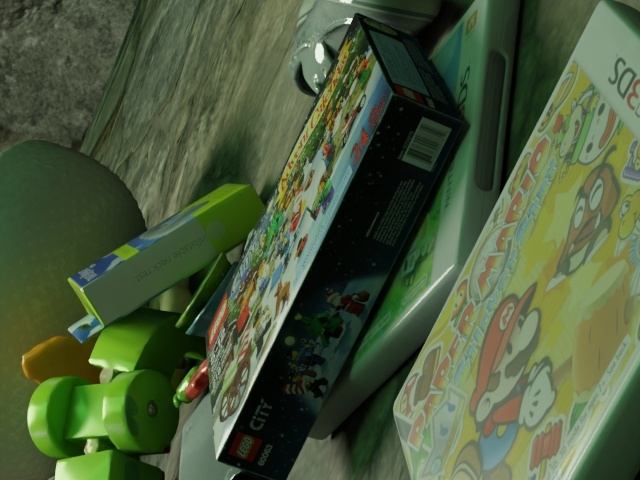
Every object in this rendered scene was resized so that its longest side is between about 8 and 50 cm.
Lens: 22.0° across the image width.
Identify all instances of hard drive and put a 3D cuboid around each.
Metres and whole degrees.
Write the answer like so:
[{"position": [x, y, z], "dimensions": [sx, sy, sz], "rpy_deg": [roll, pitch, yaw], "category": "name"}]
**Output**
[{"position": [-0.068, 0.147, 1.126], "dimensions": [0.094, 0.022, 0.135], "rpy_deg": [-54, 20, 28], "category": "hard drive"}]

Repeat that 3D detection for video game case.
[{"position": [0.098, 0.030, 0.676], "dimensions": [0.206, 0.026, 0.227], "rpy_deg": [-103, 36, -66], "category": "video game case"}, {"position": [0.047, -0.013, 0.931], "dimensions": [0.212, 0.023, 0.193], "rpy_deg": [129, 157, -52], "category": "video game case"}]

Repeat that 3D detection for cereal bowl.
[{"position": [-0.249, 0.083, 1.559], "dimensions": [0.339, 0.141, 0.339], "rpy_deg": [16, -90, -77], "category": "cereal bowl"}]

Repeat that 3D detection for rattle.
[{"position": [-0.180, 0.063, 1.462], "dimensions": [0.130, 0.143, 0.199], "rpy_deg": [98, 174, -52], "category": "rattle"}]

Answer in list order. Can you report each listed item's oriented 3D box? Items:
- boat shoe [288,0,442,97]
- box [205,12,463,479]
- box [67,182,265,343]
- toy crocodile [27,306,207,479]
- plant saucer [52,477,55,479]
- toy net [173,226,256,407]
[{"position": [0.025, -0.128, 1.091], "dimensions": [0.227, 0.079, 0.081], "rpy_deg": [-176, 97, -80], "category": "boat shoe"}, {"position": [0.000, 0.000, 0.946], "dimensions": [0.159, 0.044, 0.233], "rpy_deg": [-106, 39, -66], "category": "box"}, {"position": [-0.131, 0.015, 1.322], "dimensions": [0.178, 0.042, 0.109], "rpy_deg": [-32, 9, -11], "category": "box"}, {"position": [-0.167, 0.207, 1.280], "dimensions": [0.115, 0.105, 0.340], "rpy_deg": [-10, 61, 37], "category": "toy crocodile"}, {"position": [-0.278, 0.379, 1.561], "dimensions": [0.310, 0.050, 0.310], "rpy_deg": [-160, 90, -75], "category": "plant saucer"}, {"position": [-0.063, 0.041, 1.171], "dimensions": [0.122, 0.045, 0.232], "rpy_deg": [-57, 4, -27], "category": "toy net"}]
